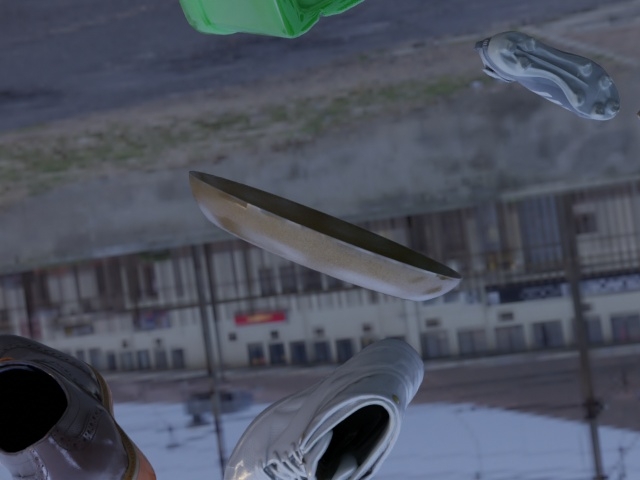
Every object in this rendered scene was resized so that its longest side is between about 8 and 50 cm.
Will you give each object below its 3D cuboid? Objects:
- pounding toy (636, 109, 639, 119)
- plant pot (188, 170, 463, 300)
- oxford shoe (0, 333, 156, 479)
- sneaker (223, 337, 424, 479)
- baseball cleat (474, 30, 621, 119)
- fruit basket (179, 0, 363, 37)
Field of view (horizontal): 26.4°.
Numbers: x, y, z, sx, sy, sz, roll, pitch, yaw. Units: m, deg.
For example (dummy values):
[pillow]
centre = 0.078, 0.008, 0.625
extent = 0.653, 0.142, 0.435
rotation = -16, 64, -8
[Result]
[pounding toy]
centre = 0.534, -0.170, 1.840
extent = 0.141, 0.100, 0.130
rotation = -46, -145, 0
[plant pot]
centre = 0.000, 0.000, 1.100
extent = 0.236, 0.032, 0.236
rotation = 20, -175, -2
[oxford shoe]
centre = -0.269, 0.145, 1.267
extent = 0.130, 0.133, 0.363
rotation = -43, -148, -14
[sneaker]
centre = -0.017, 0.232, 1.492
extent = 0.292, 0.108, 0.169
rotation = -43, -175, 21
[baseball cleat]
centre = 0.297, -0.220, 1.793
extent = 0.206, 0.072, 0.109
rotation = 28, 175, -22
[fruit basket]
centre = -0.063, -0.401, 1.235
extent = 0.283, 0.392, 0.392
rotation = -30, -175, -12
